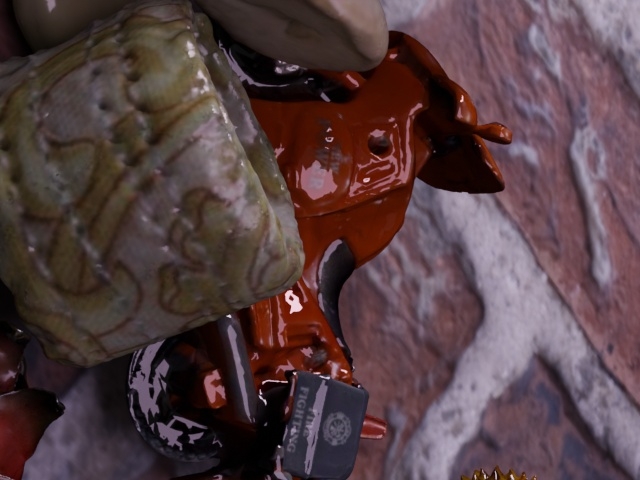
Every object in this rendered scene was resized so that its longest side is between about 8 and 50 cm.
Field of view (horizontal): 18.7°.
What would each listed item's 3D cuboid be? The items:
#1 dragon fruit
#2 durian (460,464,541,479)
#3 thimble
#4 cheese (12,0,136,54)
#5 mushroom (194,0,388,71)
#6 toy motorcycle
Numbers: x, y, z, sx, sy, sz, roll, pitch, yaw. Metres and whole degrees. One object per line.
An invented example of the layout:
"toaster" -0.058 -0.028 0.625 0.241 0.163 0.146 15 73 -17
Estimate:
"dragon fruit" -0.205 0.099 1.005 0.130 0.121 0.142 40 78 -15
"durian" 0.126 0.233 1.306 0.168 0.137 0.158 35 48 -46
"thimble" -0.105 -0.037 1.046 0.190 0.143 0.137 68 8 22
"cheese" -0.152 -0.146 1.098 0.192 0.037 0.097 39 66 -37
"mushroom" 0.082 -0.281 1.096 0.315 0.315 0.356 37 34 -37
"toy motorcycle" 0.000 0.000 1.180 0.221 0.148 0.325 15 83 -30
